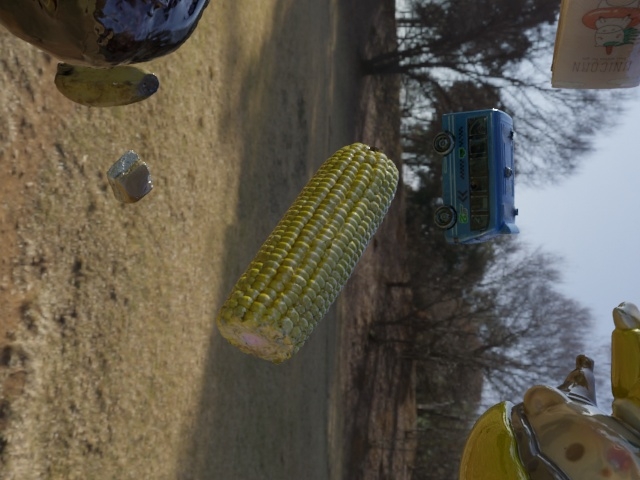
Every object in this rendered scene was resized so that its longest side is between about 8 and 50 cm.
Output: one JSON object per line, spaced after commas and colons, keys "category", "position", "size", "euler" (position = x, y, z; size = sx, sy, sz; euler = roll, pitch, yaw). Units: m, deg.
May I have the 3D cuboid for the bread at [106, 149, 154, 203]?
{"category": "bread", "position": [-0.499, -0.159, 1.545], "size": [0.125, 0.082, 0.106], "euler": [95, 18, -54]}

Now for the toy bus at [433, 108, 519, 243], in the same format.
{"category": "toy bus", "position": [0.295, -0.116, 1.098], "size": [0.114, 0.134, 0.246], "euler": [1, 87, -55]}

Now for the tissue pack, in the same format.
{"category": "tissue pack", "position": [0.511, -0.382, 1.038], "size": [0.325, 0.170, 0.071], "euler": [54, 42, -65]}

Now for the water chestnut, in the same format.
{"category": "water chestnut", "position": [-0.299, -0.352, 0.653], "size": [0.347, 0.335, 0.334], "euler": [-36, 138, -38]}

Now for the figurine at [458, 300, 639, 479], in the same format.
{"category": "figurine", "position": [0.295, 0.200, 0.557], "size": [0.215, 0.344, 0.187], "euler": [53, 14, 30]}

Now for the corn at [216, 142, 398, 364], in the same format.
{"category": "corn", "position": [0.000, 0.000, 0.528], "size": [0.248, 0.081, 0.081], "euler": [-57, 156, -36]}

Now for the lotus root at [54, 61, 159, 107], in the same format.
{"category": "lotus root", "position": [-0.474, -0.342, 1.290], "size": [0.097, 0.259, 0.110], "euler": [68, 39, -56]}
